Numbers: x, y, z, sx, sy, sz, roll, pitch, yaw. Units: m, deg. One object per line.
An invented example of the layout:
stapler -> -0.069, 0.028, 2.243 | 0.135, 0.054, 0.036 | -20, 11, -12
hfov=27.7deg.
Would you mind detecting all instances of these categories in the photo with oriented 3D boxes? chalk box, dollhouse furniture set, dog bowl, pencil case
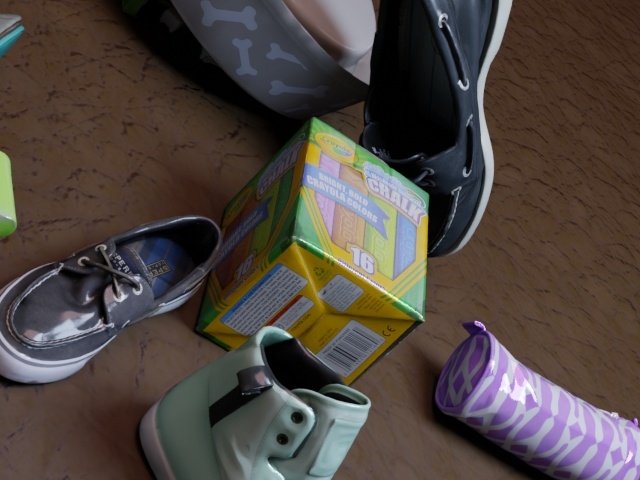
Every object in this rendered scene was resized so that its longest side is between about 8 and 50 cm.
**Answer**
chalk box -> 0.000, 0.000, 1.070 | 0.132, 0.132, 0.213 | 32, 34, -19
dollhouse furniture set -> -0.113, -0.221, 1.252 | 0.151, 0.058, 0.076 | 24, 39, -29
dog bowl -> -0.047, -0.274, 1.274 | 0.349, 0.102, 0.349 | 43, 30, -32
pencil case -> 0.200, 0.157, 1.155 | 0.206, 0.086, 0.088 | 32, 70, -22

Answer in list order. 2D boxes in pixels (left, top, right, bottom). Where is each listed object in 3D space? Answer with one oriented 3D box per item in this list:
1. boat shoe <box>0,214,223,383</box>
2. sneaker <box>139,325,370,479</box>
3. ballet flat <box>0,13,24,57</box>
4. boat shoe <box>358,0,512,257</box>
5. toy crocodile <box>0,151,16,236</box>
boat shoe -> -0.146, 0.031, 0.926 | 0.080, 0.076, 0.228 | 53, 34, 12
sneaker -> -0.009, 0.181, 0.846 | 0.094, 0.151, 0.256 | -13, 65, -54
ballet flat -> -0.283, -0.129, 0.952 | 0.068, 0.072, 0.213 | 41, 34, -17
boat shoe -> 0.087, -0.111, 1.156 | 0.113, 0.340, 0.127 | -29, 54, -36
toy crocodile -> -0.311, -0.093, 0.755 | 0.340, 0.105, 0.115 | 33, 33, -40
